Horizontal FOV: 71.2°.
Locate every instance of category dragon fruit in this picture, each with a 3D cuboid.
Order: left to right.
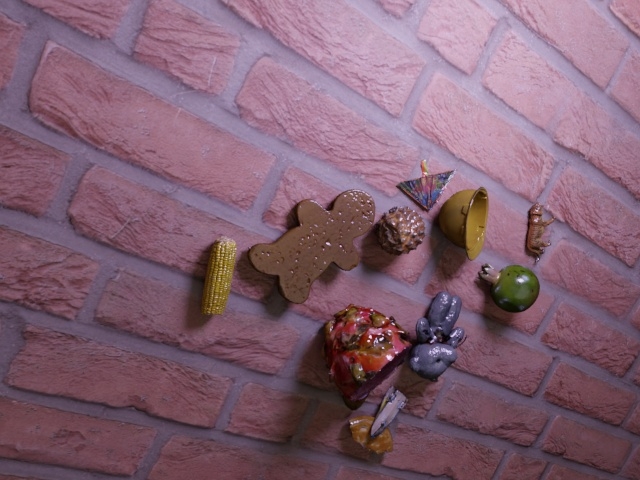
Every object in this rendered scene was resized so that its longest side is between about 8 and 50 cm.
[{"bbox_3d":[0.118,0.353,1.489,0.296,0.263,0.314,-32,153,-26],"label":"dragon fruit"}]

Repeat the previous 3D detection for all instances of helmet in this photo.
[{"bbox_3d":[0.486,-0.069,1.555,0.205,0.140,0.256,-32,127,-44],"label":"helmet"}]

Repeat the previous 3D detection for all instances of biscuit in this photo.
[{"bbox_3d":[-0.001,-0.001,1.439,0.432,0.064,0.283,-43,104,-6],"label":"biscuit"}]

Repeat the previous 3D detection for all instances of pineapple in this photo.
[{"bbox_3d":[0.275,-0.036,1.487,0.193,0.166,0.166,-16,111,-46],"label":"pineapple"}]

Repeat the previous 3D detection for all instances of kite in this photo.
[{"bbox_3d":[0.378,-0.194,1.551,0.241,0.014,0.183,-19,107,-14],"label":"kite"}]

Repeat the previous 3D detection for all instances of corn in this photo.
[{"bbox_3d":[-0.307,0.111,1.352,0.081,0.081,0.248,9,101,-21],"label":"corn"}]

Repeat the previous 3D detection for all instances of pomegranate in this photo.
[{"bbox_3d":[0.705,0.167,1.688,0.225,0.187,0.187,28,94,4],"label":"pomegranate"}]

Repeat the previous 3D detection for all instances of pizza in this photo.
[{"bbox_3d":[0.193,0.734,1.705,0.246,0.058,0.127,28,91,-23],"label":"pizza"}]

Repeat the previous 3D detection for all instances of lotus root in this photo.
[{"bbox_3d":[0.127,0.549,1.618,0.108,0.094,0.190,12,108,13],"label":"lotus root"}]

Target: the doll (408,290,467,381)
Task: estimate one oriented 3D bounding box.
[{"bbox_3d":[0.444,0.360,1.642,0.246,0.158,0.340,26,91,-35],"label":"doll"}]

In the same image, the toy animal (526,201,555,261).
[{"bbox_3d":[0.847,-0.032,1.741,0.099,0.057,0.241,-1,106,-12],"label":"toy animal"}]

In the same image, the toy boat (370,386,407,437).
[{"bbox_3d":[0.248,0.649,1.672,0.084,0.066,0.210,41,71,-2],"label":"toy boat"}]
